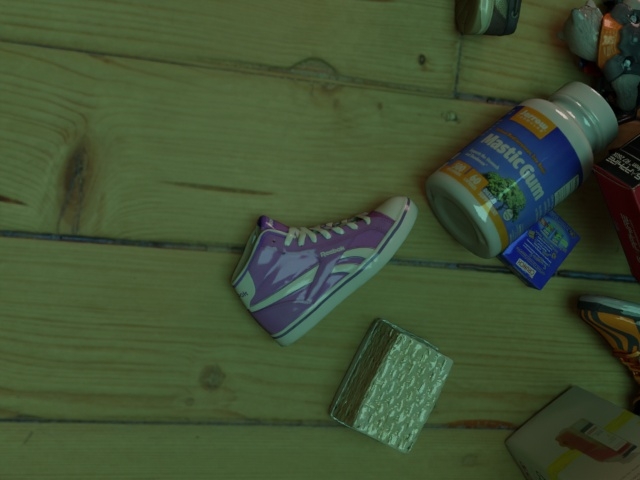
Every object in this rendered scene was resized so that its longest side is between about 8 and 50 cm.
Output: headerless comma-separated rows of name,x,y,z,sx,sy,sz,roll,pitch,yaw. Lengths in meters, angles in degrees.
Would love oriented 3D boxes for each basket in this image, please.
basket,0.105,0.214,1.423,0.113,0.103,0.167,28,87,-17

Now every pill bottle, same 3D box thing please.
pill bottle,0.299,-0.111,1.432,0.272,0.152,0.152,-39,104,-11

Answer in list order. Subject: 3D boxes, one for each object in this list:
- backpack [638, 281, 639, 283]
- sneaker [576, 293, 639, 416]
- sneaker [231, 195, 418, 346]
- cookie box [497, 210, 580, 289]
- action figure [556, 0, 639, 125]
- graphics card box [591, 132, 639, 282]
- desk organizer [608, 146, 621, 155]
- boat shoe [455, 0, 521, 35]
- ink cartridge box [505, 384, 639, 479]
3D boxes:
backpack,0.607,0.046,1.531,0.158,0.173,0.117,22,88,-19
sneaker,0.520,0.209,1.542,0.321,0.124,0.180,25,86,-18
sneaker,0.000,0.000,1.376,0.282,0.102,0.161,-42,102,-10
cookie box,0.332,0.007,1.510,0.092,0.040,0.107,42,81,-16
action figure,0.523,-0.333,1.460,0.330,0.178,0.341,0,91,-1
graphics card box,0.583,-0.110,1.379,0.371,0.094,0.233,-35,125,-5
desk organizer,0.500,-0.087,1.553,0.050,0.047,0.130,-14,98,-14
boat shoe,0.265,-0.439,1.426,0.092,0.103,0.285,5,97,-23
ink cartridge box,0.467,0.404,1.408,0.160,0.384,0.279,-35,104,-9
